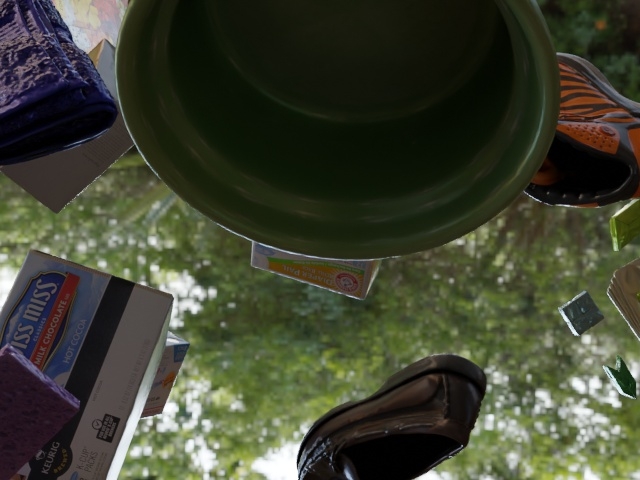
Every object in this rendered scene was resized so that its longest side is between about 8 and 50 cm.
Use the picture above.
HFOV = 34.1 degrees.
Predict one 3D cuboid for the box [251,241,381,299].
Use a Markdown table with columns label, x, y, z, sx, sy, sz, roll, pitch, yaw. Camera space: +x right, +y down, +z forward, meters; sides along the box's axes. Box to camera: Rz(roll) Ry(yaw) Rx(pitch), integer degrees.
| label | x | y | z | sx | sy | sz | roll | pitch | yaw |
| --- | --- | --- | --- | --- | --- | --- | --- | --- | --- |
| box | 0.000 | 0.000 | 1.708 | 0.203 | 0.114 | 0.103 | 16 | -139 | 12 |

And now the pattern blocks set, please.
| label | x | y | z | sx | sy | sz | roll | pitch | yaw |
| --- | --- | --- | --- | --- | --- | --- | --- | --- | --- |
| pattern blocks set | 0.501 | 0.069 | 1.435 | 0.325 | 0.285 | 0.026 | -44 | -177 | -7 |

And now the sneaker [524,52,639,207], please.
| label | x | y | z | sx | sy | sz | roll | pitch | yaw |
| --- | --- | --- | --- | --- | --- | --- | --- | --- | --- |
| sneaker | 0.271 | -0.137 | 1.234 | 0.180 | 0.124 | 0.321 | -13 | -150 | -34 |

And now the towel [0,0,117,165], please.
| label | x | y | z | sx | sy | sz | roll | pitch | yaw |
| --- | --- | --- | --- | --- | --- | --- | --- | --- | --- |
| towel | -0.343 | -0.168 | 0.987 | 0.228 | 0.076 | 0.308 | -24 | -134 | -13 |

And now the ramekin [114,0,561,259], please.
| label | x | y | z | sx | sy | sz | roll | pitch | yaw |
| --- | --- | --- | --- | --- | --- | --- | --- | --- | --- |
| ramekin | 0.017 | -0.141 | 0.758 | 0.303 | 0.303 | 0.148 | 2 | -134 | 7 |

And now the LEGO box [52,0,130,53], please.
| label | x | y | z | sx | sy | sz | roll | pitch | yaw |
| --- | --- | --- | --- | --- | --- | --- | --- | --- | --- |
| LEGO box | -0.193 | -0.471 | 1.731 | 0.500 | 0.193 | 0.372 | -30 | -135 | -31 |

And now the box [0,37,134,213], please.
| label | x | y | z | sx | sy | sz | roll | pitch | yaw |
| --- | --- | --- | --- | --- | --- | --- | --- | --- | --- |
| box | -0.294 | -0.140 | 1.279 | 0.091 | 0.170 | 0.130 | 42 | -160 | -27 |

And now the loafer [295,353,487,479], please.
| label | x | y | z | sx | sy | sz | roll | pitch | yaw |
| --- | --- | --- | --- | --- | --- | --- | --- | --- | --- |
| loafer | 0.061 | 0.227 | 1.122 | 0.109 | 0.095 | 0.302 | 29 | 133 | -18 |

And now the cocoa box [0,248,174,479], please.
| label | x | y | z | sx | sy | sz | roll | pitch | yaw |
| --- | --- | --- | --- | --- | --- | --- | --- | --- | --- |
| cocoa box | -0.381 | 0.232 | 1.520 | 0.228 | 0.347 | 0.231 | 19 | 149 | -3 |

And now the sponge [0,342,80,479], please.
| label | x | y | z | sx | sy | sz | roll | pitch | yaw |
| --- | --- | --- | --- | --- | --- | --- | --- | --- | --- |
| sponge | -0.404 | 0.234 | 1.267 | 0.117 | 0.210 | 0.031 | 42 | -171 | -19 |

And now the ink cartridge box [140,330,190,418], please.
| label | x | y | z | sx | sy | sz | roll | pitch | yaw |
| --- | --- | --- | --- | --- | --- | --- | --- | --- | --- |
| ink cartridge box | -0.308 | 0.251 | 1.829 | 0.061 | 0.181 | 0.104 | 26 | -171 | 23 |
